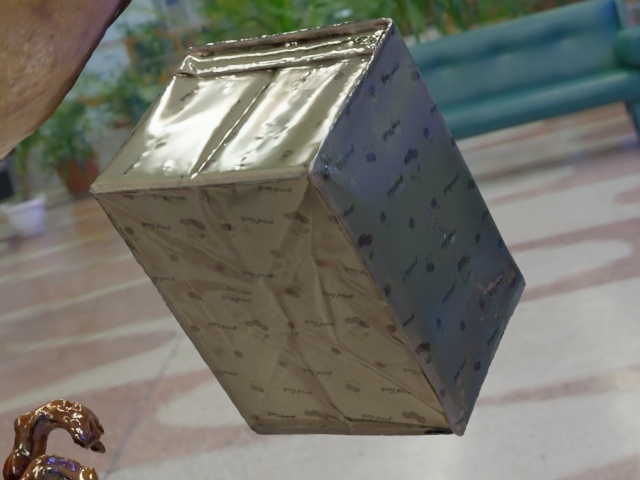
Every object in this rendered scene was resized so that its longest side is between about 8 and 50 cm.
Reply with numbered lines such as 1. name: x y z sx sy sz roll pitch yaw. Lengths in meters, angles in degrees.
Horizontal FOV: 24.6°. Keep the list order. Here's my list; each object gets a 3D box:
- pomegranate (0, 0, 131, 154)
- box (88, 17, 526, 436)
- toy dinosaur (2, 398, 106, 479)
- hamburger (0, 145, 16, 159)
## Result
1. pomegranate: -0.187 -0.155 0.535 0.307 0.307 0.307 -14 11 3
2. box: 0.000 0.000 1.201 0.225 0.297 0.190 -3 43 35
3. toy dinosaur: -0.260 0.187 1.087 0.208 0.432 0.097 -30 -4 -6
4. hamburger: -0.429 -0.195 1.973 0.116 0.173 0.210 21 -40 -31
